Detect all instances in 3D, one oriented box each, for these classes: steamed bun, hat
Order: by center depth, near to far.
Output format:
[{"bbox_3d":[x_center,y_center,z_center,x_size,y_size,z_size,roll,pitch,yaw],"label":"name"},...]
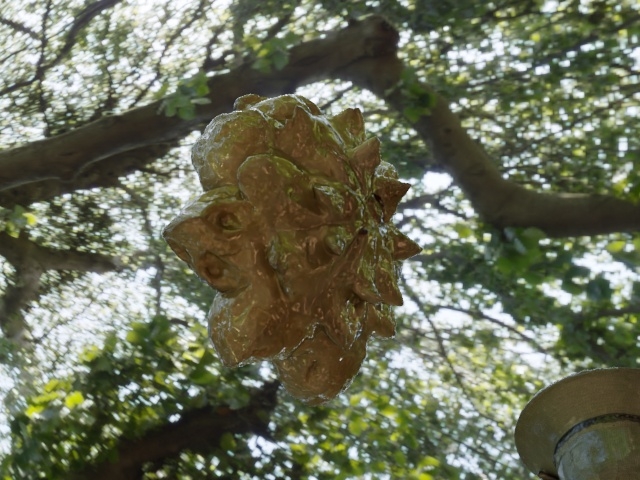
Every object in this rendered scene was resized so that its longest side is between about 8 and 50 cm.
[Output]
[{"bbox_3d":[0.000,0.000,0.785,0.295,0.137,0.292,19,-116,-56],"label":"steamed bun"},{"bbox_3d":[0.378,0.295,1.099,0.257,0.257,0.130,52,-152,-23],"label":"hat"}]
